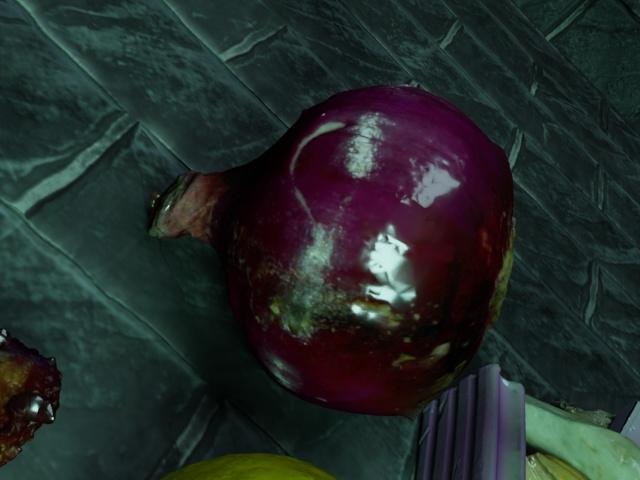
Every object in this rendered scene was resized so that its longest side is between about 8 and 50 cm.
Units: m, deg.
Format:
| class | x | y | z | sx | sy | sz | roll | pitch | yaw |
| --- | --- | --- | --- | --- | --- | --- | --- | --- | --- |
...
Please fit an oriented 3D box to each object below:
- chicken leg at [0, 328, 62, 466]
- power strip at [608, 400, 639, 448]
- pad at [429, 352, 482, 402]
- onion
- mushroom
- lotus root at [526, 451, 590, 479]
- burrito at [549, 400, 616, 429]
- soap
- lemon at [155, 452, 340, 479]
| class | x | y | z | sx | sy | sz | roll | pitch | yaw |
| --- | --- | --- | --- | --- | --- | --- | --- | --- | --- |
| chicken leg | -0.341 | 0.098 | 0.540 | 0.407 | 0.096 | 0.158 | 11 | 43 | -42 |
| power strip | 0.410 | 0.327 | 1.193 | 0.109 | 0.037 | 0.279 | 49 | 47 | 3 |
| pad | 0.171 | 0.171 | 1.166 | 0.157 | 0.003 | 0.112 | 17 | 43 | -40 |
| onion | 0.000 | 0.000 | 0.899 | 0.385 | 0.348 | 0.348 | 13 | 31 | 10 |
| mushroom | 0.338 | 0.277 | 1.085 | 0.333 | 0.107 | 0.087 | 45 | 22 | 24 |
| lotus root | 0.252 | 0.319 | 1.032 | 0.159 | 0.095 | 0.135 | -23 | 62 | -15 |
| burrito | 0.397 | 0.273 | 1.282 | 0.229 | 0.058 | 0.063 | 20 | 36 | -41 |
| soap | 0.164 | 0.240 | 0.969 | 0.065 | 0.122 | 0.203 | 39 | 34 | -14 |
| lemon | -0.048 | 0.259 | 0.599 | 0.240 | 0.219 | 0.240 | 35 | 30 | -23 |
